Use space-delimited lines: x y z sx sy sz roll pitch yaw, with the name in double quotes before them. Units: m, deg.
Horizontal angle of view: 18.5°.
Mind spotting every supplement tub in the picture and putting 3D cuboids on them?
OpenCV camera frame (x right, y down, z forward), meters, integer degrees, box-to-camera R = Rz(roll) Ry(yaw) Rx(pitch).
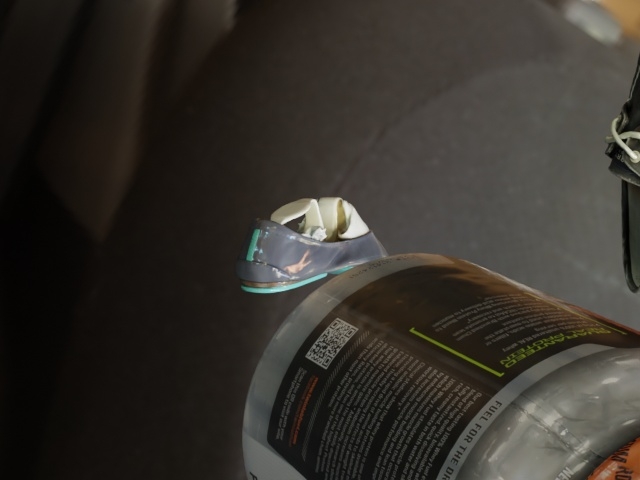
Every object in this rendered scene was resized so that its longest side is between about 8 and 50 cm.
"supplement tub" 0.102 0.125 0.953 0.193 0.193 0.316 29 -2 -26

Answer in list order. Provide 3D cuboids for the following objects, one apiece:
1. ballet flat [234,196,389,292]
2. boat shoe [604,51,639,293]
"ballet flat" 0.000 0.000 1.571 0.074 0.074 0.203 37 21 23
"boat shoe" 0.241 -0.062 1.389 0.070 0.219 0.078 -12 23 -12
